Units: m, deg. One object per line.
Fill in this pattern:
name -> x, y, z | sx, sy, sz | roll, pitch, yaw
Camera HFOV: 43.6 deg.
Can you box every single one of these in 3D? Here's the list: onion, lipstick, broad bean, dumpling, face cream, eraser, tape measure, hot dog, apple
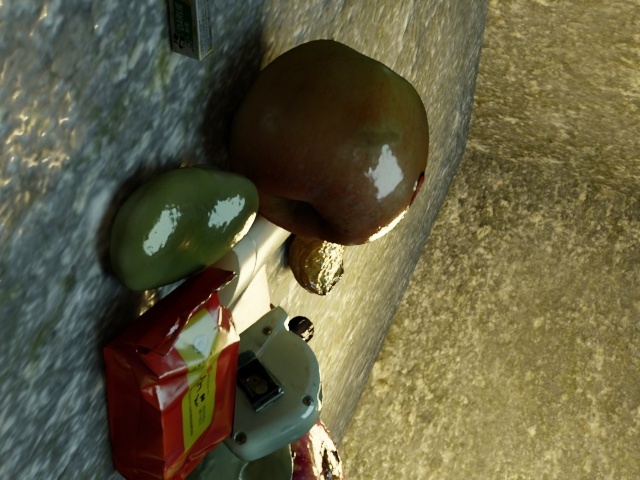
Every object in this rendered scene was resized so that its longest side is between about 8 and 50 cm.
onion -> -0.104, 0.546, 1.878 | 0.358, 0.345, 0.358 | 4, 90, -74
lipstick -> -0.092, 0.251, 1.912 | 0.300, 0.081, 0.081 | -29, 135, -69
broad bean -> -0.206, -0.022, 1.149 | 0.263, 0.121, 0.189 | -24, 138, -50
dumpling -> -0.199, 0.463, 1.586 | 0.270, 0.212, 0.320 | -178, -87, -68
face cream -> -0.124, 0.005, 1.471 | 0.173, 0.081, 0.348 | -61, 175, 38
eraser -> -0.156, 0.159, 1.650 | 0.230, 0.038, 0.157 | 89, 25, -53
tape measure -> -0.112, 0.269, 1.513 | 0.243, 0.246, 0.125 | -36, 148, -17
hot dog -> -0.003, 0.001, 1.878 | 0.175, 0.114, 0.259 | -51, 154, -41
apple -> 0.022, -0.164, 1.327 | 0.305, 0.339, 0.338 | -64, 164, -19

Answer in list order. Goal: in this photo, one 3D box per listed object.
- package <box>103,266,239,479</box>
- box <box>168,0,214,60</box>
package -> -0.226, 0.230, 1.256 | 0.196, 0.123, 0.423 | -44, 153, -42
box -> -0.166, -0.326, 1.003 | 0.041, 0.050, 0.207 | -52, 157, -41
